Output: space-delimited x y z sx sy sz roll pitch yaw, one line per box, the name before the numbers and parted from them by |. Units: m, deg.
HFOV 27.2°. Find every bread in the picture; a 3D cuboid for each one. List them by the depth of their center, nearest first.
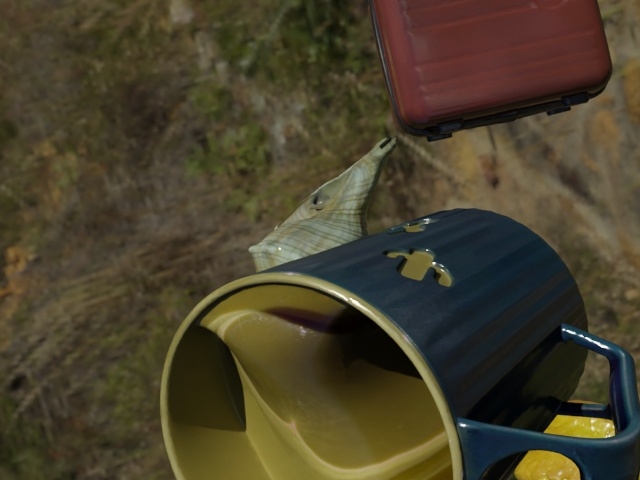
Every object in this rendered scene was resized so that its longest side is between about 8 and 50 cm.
bread | 0.372 0.304 1.551 0.260 0.160 0.147 49 163 -8

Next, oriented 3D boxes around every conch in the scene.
conch | 0.000 0.013 1.354 0.137 0.234 0.114 -12 120 50

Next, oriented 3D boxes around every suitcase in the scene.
suitcase | 0.220 -0.270 1.753 0.161 0.297 0.236 148 110 -84

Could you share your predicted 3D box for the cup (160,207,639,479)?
cup | 0.050 0.060 0.532 0.176 0.155 0.131 13 111 28
